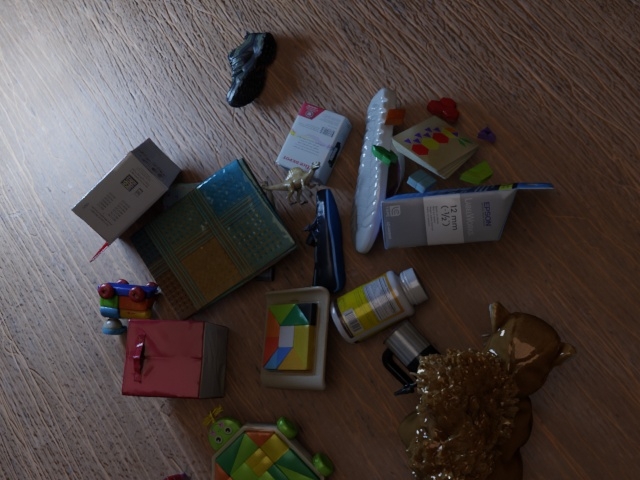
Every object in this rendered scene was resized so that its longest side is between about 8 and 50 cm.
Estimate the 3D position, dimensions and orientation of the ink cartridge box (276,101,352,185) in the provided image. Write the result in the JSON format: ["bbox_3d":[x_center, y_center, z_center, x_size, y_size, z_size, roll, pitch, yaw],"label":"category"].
[{"bbox_3d":[-0.016,-0.246,1.743,0.128,0.072,0.175,24,86,20],"label":"ink cartridge box"}]

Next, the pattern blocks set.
[{"bbox_3d":[0.265,-0.217,1.552,0.325,0.026,0.285,-23,56,-33],"label":"pattern blocks set"}]

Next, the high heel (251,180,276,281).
[{"bbox_3d":[-0.209,-0.023,1.742,0.186,0.093,0.261,1,88,12],"label":"high heel"}]

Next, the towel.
[{"bbox_3d":[-0.270,0.001,1.696,0.370,0.040,0.271,-34,83,14],"label":"towel"}]

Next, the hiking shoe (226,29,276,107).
[{"bbox_3d":[-0.208,-0.465,1.858,0.114,0.086,0.226,19,79,34],"label":"hiking shoe"}]

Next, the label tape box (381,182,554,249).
[{"bbox_3d":[0.327,-0.059,1.490,0.348,0.249,0.115,-2,97,17],"label":"label tape box"}]

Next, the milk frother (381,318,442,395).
[{"bbox_3d":[0.192,0.268,1.528,0.129,0.143,0.135,-48,71,11],"label":"milk frother"}]

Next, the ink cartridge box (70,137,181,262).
[{"bbox_3d":[-0.508,-0.111,1.740,0.272,0.309,0.130,-43,104,5],"label":"ink cartridge box"}]

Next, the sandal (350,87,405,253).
[{"bbox_3d":[0.157,-0.169,1.647,0.102,0.169,0.415,10,81,-14],"label":"sandal"}]

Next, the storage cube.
[{"bbox_3d":[-0.347,0.290,1.665,0.193,0.215,0.183,0,78,11],"label":"storage cube"}]

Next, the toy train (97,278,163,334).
[{"bbox_3d":[-0.460,0.185,1.789,0.248,0.105,0.143,5,96,11],"label":"toy train"}]

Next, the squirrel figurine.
[{"bbox_3d":[0.333,0.315,1.339,0.281,0.397,0.370,37,100,26],"label":"squirrel figurine"}]

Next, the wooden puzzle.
[{"bbox_3d":[-0.069,0.233,1.624,0.221,0.044,0.238,-10,76,44],"label":"wooden puzzle"}]

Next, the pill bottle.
[{"bbox_3d":[0.138,0.148,1.585,0.215,0.117,0.117,-28,71,10],"label":"pill bottle"}]

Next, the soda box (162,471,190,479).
[{"bbox_3d":[-0.298,0.686,1.622,0.083,0.092,0.263,-46,69,5],"label":"soda box"}]

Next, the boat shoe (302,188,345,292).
[{"bbox_3d":[0.000,0.000,1.669,0.089,0.109,0.258,-8,74,19],"label":"boat shoe"}]

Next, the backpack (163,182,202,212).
[{"bbox_3d":[-0.316,-0.092,1.785,0.182,0.115,0.151,7,83,22],"label":"backpack"}]

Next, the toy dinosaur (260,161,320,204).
[{"bbox_3d":[-0.066,-0.135,1.694,0.183,0.053,0.092,-21,77,21],"label":"toy dinosaur"}]

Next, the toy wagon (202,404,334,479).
[{"bbox_3d":[-0.150,0.532,1.585,0.344,0.068,0.267,45,96,3],"label":"toy wagon"}]
